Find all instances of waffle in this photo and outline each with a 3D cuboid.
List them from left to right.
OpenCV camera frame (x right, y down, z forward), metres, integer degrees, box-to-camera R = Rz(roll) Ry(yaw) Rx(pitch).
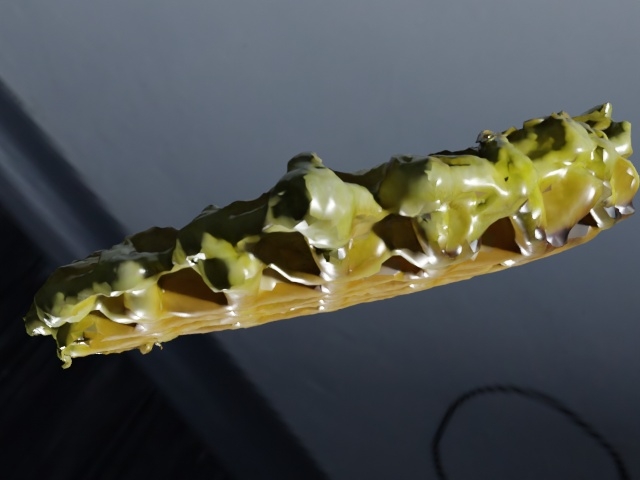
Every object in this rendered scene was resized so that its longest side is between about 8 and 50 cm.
[{"bbox_3d":[0.000,0.000,0.715,0.238,0.243,0.059,-18,84,47],"label":"waffle"}]
